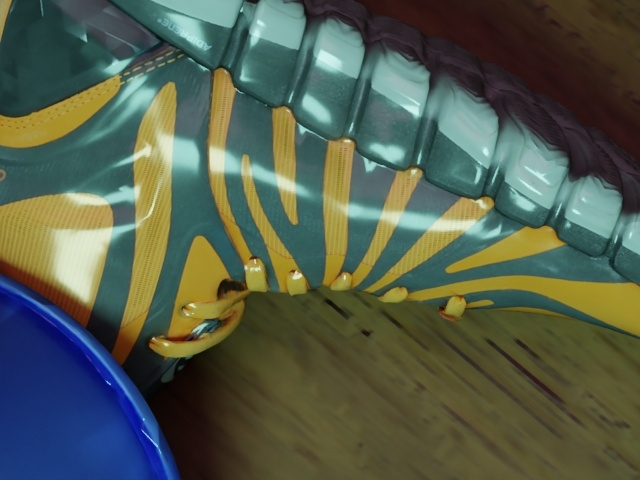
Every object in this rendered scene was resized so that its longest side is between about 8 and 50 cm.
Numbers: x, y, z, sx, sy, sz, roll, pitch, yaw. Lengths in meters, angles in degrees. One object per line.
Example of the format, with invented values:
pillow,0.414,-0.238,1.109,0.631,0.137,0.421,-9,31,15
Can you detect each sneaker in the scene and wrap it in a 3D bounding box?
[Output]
sneaker,0.000,0.000,0.792,0.321,0.124,0.180,27,105,-3

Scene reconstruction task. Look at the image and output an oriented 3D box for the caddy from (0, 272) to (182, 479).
caddy,-0.215,0.107,0.744,0.341,0.179,0.241,25,107,13
